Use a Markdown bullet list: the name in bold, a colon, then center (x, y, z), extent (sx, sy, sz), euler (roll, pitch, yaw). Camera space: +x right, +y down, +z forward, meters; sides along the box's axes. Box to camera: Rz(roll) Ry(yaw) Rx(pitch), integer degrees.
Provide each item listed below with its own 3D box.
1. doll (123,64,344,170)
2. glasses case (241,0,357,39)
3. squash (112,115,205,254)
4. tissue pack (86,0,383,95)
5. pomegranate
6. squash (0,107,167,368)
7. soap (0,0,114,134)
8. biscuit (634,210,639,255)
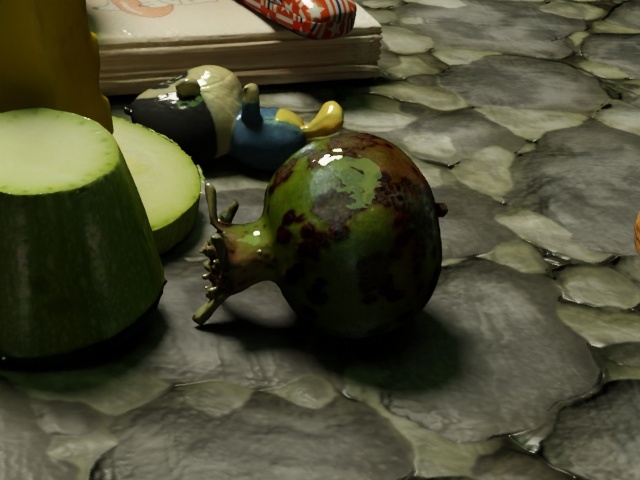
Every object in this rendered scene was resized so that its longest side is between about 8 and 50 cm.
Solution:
- **doll**: center (-0.075, -0.103, 1.413), extent (0.179, 0.102, 0.089), euler (2, 66, -10)
- **glasses case**: center (-0.039, -0.243, 1.579), extent (0.073, 0.049, 0.194), euler (-15, 37, -37)
- **squash**: center (-0.200, -0.041, 1.302), extent (0.219, 0.041, 0.219), euler (5, 27, -2)
- **tissue pack**: center (-0.120, -0.200, 1.607), extent (0.325, 0.071, 0.170), euler (-7, 28, -24)
- **pomegranate**: center (0.002, -0.006, 1.174), extent (0.169, 0.148, 0.148), euler (8, 26, 0)
- **squash**: center (-0.189, -0.010, 1.137), extent (0.170, 0.123, 0.170), euler (2, 32, -1)
- **soap**: center (-0.328, -0.144, 1.238), extent (0.324, 0.204, 0.096), euler (1, 33, 15)
- **biscuit**: center (0.378, 0.044, 1.261), extent (0.324, 0.049, 0.205), euler (24, 30, 31)
